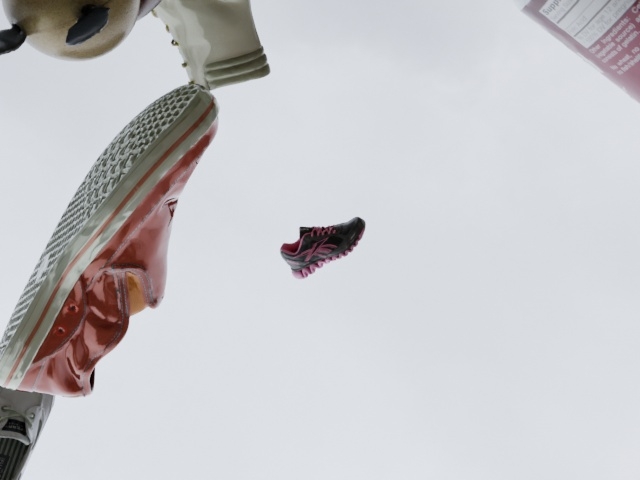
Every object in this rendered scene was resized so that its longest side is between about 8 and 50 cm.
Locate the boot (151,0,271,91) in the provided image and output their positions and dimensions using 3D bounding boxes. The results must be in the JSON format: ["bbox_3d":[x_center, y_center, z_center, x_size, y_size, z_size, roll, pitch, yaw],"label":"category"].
[{"bbox_3d":[-0.168,-0.250,0.844,0.213,0.165,0.077,2,-142,19],"label":"boot"}]

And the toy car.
[{"bbox_3d":[-0.166,-0.179,0.483,0.155,0.149,0.188,-5,-134,15],"label":"toy car"}]

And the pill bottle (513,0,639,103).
[{"bbox_3d":[0.368,-0.312,0.872,0.392,0.224,0.224,38,-133,-1],"label":"pill bottle"}]

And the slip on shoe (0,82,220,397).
[{"bbox_3d":[-0.172,0.010,0.643,0.101,0.331,0.123,26,-157,-25],"label":"slip on shoe"}]

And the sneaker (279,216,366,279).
[{"bbox_3d":[0.000,0.000,0.929,0.057,0.119,0.047,50,-160,-22],"label":"sneaker"}]

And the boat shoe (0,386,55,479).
[{"bbox_3d":[-0.385,0.237,0.945,0.083,0.075,0.226,13,-98,-23],"label":"boat shoe"}]
